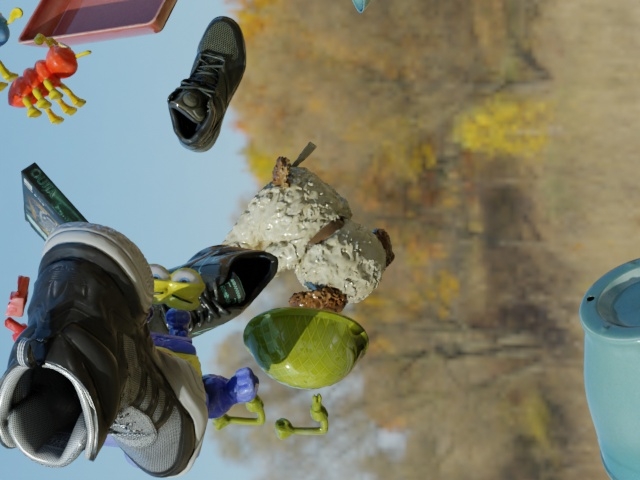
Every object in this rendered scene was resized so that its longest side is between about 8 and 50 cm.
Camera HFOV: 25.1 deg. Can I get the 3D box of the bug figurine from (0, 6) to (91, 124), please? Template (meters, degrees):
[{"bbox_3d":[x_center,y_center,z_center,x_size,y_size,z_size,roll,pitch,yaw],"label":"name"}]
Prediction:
[{"bbox_3d":[-0.343,-0.142,1.420,0.072,0.216,0.279,52,-175,7],"label":"bug figurine"}]

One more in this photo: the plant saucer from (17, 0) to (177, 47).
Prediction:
[{"bbox_3d":[-0.284,-0.377,2.090,0.048,0.258,0.259,55,-135,-40],"label":"plant saucer"}]

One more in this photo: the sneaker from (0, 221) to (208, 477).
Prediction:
[{"bbox_3d":[-0.170,0.126,1.089,0.153,0.101,0.269,-67,-27,-42],"label":"sneaker"}]

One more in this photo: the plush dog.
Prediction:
[{"bbox_3d":[0.000,0.000,2.166,0.262,0.225,0.211,-40,-15,-34],"label":"plush dog"}]

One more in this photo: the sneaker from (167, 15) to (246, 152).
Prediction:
[{"bbox_3d":[-0.183,-0.256,2.332,0.130,0.087,0.228,4,-74,-85],"label":"sneaker"}]

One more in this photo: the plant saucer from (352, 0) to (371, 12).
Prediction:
[{"bbox_3d":[0.050,-0.368,1.942,0.119,0.021,0.119,165,90,-83],"label":"plant saucer"}]

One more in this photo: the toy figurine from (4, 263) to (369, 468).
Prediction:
[{"bbox_3d":[-0.137,0.164,1.379,0.217,0.362,0.191,-93,16,-59],"label":"toy figurine"}]

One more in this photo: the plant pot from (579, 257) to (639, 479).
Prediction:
[{"bbox_3d":[0.473,0.168,1.936,0.272,0.271,0.255,-80,-31,-55],"label":"plant pot"}]

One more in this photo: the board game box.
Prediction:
[{"bbox_3d":[-0.308,0.002,1.803,0.026,0.186,0.126,-36,-16,-24],"label":"board game box"}]

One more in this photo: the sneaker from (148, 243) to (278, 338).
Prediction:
[{"bbox_3d":[-0.160,0.069,1.741,0.267,0.106,0.101,-35,-71,-42],"label":"sneaker"}]
